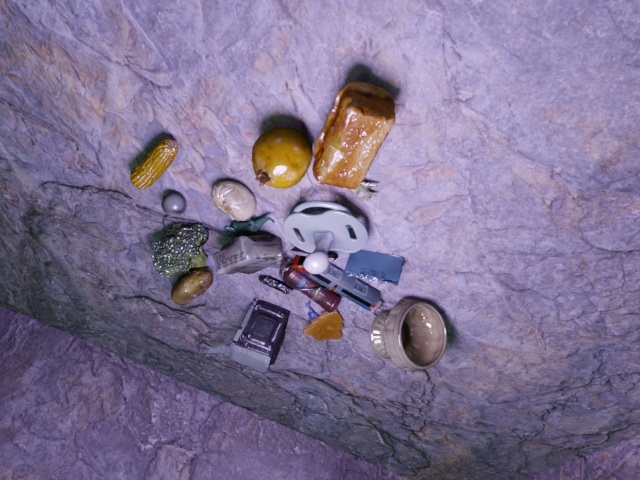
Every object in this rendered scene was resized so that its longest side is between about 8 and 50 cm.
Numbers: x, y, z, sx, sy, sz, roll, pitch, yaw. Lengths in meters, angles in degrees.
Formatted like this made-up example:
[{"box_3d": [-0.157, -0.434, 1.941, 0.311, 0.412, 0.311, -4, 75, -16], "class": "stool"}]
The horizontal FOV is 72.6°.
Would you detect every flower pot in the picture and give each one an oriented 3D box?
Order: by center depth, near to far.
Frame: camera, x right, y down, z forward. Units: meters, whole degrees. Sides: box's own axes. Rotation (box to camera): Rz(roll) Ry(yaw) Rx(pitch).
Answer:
[{"box_3d": [0.362, 0.405, 1.886, 0.307, 0.307, 0.244, 43, 150, -20], "class": "flower pot"}]

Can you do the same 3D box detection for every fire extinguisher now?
[{"box_3d": [-0.054, 0.189, 1.972, 0.341, 0.105, 0.141, 39, 113, -16], "class": "fire extinguisher"}]

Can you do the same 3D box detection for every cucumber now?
[{"box_3d": [-0.213, 0.210, 2.093, 0.181, 0.053, 0.053, 24, 137, 2], "class": "cucumber"}]

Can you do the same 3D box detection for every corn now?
[{"box_3d": [-0.657, -0.306, 1.740, 0.313, 0.102, 0.102, -28, 117, 36], "class": "corn"}]

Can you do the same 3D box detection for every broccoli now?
[{"box_3d": [-0.631, 0.047, 2.035, 0.288, 0.248, 0.245, -5, 167, 14], "class": "broccoli"}]

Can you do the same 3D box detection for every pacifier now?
[{"box_3d": [0.000, 0.000, 1.641, 0.343, 0.269, 0.288, -6, 136, 24], "class": "pacifier"}]

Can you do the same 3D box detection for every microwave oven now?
[{"box_3d": [-0.301, 0.469, 2.200, 0.237, 0.295, 0.181, 20, 136, 4], "class": "microwave oven"}]

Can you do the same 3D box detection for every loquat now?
[{"box_3d": [-0.139, -0.266, 1.458, 0.213, 0.246, 0.213, 22, 143, 18], "class": "loquat"}]

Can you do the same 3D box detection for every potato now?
[{"box_3d": [-0.640, 0.219, 2.175, 0.296, 0.191, 0.141, -25, 107, 39], "class": "potato"}]

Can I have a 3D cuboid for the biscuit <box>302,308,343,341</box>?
[{"box_3d": [0.033, 0.420, 2.172, 0.212, 0.041, 0.239, 14, 125, -17], "class": "biscuit"}]

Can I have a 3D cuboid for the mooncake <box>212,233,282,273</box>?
[{"box_3d": [-0.301, 0.055, 1.864, 0.254, 0.250, 0.136, -24, 75, 37], "class": "mooncake"}]

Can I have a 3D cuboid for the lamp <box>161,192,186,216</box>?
[{"box_3d": [-0.628, -0.153, 1.871, 0.105, 0.105, 0.105, 12, 135, 12], "class": "lamp"}]

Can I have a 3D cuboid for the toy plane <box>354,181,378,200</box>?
[{"box_3d": [0.153, -0.189, 1.560, 0.102, 0.040, 0.111, -26, 118, 36], "class": "toy plane"}]

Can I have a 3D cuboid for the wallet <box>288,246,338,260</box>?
[{"box_3d": [-0.028, 0.057, 1.839, 0.196, 0.103, 0.020, 10, 101, 11], "class": "wallet"}]

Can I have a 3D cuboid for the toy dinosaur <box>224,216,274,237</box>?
[{"box_3d": [-0.311, -0.072, 1.841, 0.120, 0.079, 0.292, 38, 137, -23], "class": "toy dinosaur"}]

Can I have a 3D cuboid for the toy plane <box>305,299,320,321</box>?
[{"box_3d": [-0.038, 0.364, 2.174, 0.062, 0.054, 0.167, -19, 127, 5], "class": "toy plane"}]

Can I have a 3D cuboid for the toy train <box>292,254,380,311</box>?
[{"box_3d": [0.071, 0.169, 1.906, 0.409, 0.086, 0.089, 31, 136, -8], "class": "toy train"}]

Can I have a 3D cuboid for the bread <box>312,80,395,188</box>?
[{"box_3d": [0.095, -0.323, 1.369, 0.195, 0.149, 0.344, 12, 141, -16], "class": "bread"}]

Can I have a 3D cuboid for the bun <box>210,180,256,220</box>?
[{"box_3d": [-0.352, -0.154, 1.751, 0.164, 0.111, 0.188, -18, 127, 38], "class": "bun"}]

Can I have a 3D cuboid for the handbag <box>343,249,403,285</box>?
[{"box_3d": [0.215, 0.108, 1.747, 0.221, 0.144, 0.057, 12, 129, 14], "class": "handbag"}]
